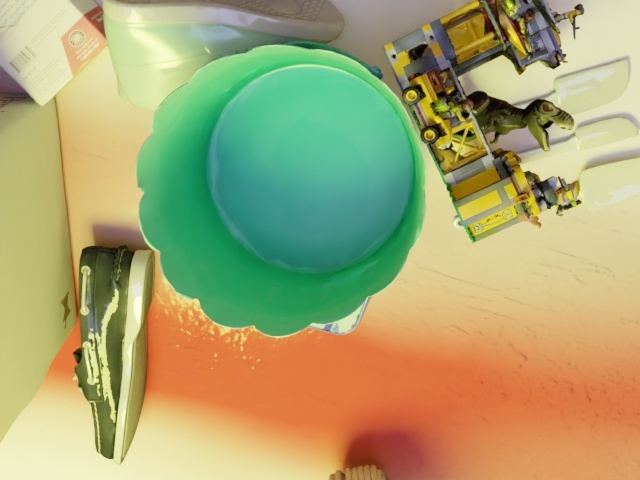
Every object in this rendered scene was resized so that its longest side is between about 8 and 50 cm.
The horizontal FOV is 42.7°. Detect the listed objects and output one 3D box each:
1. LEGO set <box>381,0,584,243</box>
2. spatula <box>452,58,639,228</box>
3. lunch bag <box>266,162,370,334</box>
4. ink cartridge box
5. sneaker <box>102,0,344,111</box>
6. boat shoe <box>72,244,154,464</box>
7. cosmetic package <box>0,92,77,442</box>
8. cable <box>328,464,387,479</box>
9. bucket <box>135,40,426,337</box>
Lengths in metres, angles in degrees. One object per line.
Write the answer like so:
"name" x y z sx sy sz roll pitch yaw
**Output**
"LEGO set" 0.194 -0.142 0.806 0.192 0.331 0.255 -25 84 12
"spatula" 0.258 -0.098 0.971 0.242 0.019 0.168 -16 113 10
"lunch bag" 0.000 0.000 0.993 0.176 0.090 0.219 19 115 -9
"ink cartridge box" -0.333 -0.263 0.900 0.115 0.067 0.198 -37 109 18
"sneaker" -0.106 -0.207 0.912 0.255 0.094 0.151 0 135 -9
"boat shoe" -0.275 0.148 1.068 0.091 0.114 0.303 8 103 -2
"cosmetic package" -0.518 0.025 0.899 0.393 0.329 0.327 3 114 1
"cable" 0.071 0.433 1.093 0.089 0.257 0.257 -13 113 3
"bucket" -0.028 -0.060 0.817 0.281 0.183 0.281 2 101 7
